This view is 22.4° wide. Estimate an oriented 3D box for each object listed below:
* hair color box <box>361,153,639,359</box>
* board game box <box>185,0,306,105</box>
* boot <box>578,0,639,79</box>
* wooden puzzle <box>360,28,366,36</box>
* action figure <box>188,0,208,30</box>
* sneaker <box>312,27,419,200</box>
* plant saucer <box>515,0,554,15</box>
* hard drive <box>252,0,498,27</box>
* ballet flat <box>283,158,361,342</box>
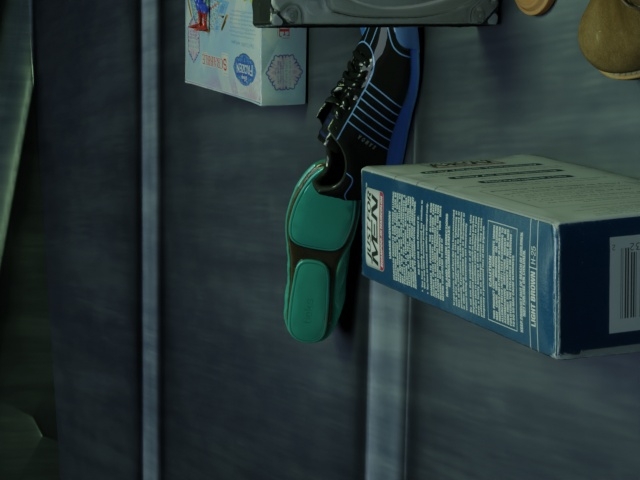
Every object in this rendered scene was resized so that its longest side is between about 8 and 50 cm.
[{"bbox_3d":[0.178,0.003,1.312,0.347,0.174,0.105,-156,63,-66],"label":"hair color box"},{"bbox_3d":[-0.102,-0.349,2.110,0.319,0.066,0.318,-153,62,-65],"label":"board game box"},{"bbox_3d":[0.249,-0.205,1.185,0.305,0.115,0.112,136,126,-64],"label":"boot"},{"bbox_3d":[0.062,-0.278,1.781,0.116,0.014,0.078,111,152,-46],"label":"wooden puzzle"},{"bbox_3d":[-0.162,-0.336,2.136,0.038,0.030,0.115,-136,48,-68],"label":"action figure"},{"bbox_3d":[0.046,-0.148,1.734,0.081,0.090,0.232,-132,43,-58],"label":"sneaker"},{"bbox_3d":[0.191,-0.245,1.459,0.083,0.013,0.083,176,90,-69],"label":"plant saucer"},{"bbox_3d":[0.052,-0.366,1.492,0.064,0.237,0.339,-167,76,-67],"label":"hard drive"},{"bbox_3d":[0.000,0.000,1.892,0.087,0.083,0.247,-73,-8,-62],"label":"ballet flat"}]
